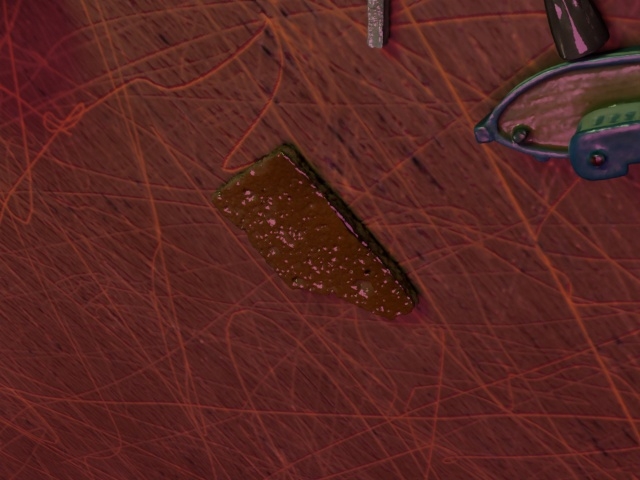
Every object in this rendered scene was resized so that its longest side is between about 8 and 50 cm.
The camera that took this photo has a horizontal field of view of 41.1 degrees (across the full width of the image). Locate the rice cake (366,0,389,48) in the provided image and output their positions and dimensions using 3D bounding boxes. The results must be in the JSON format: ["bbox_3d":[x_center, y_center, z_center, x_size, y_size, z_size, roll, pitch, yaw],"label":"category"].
[{"bbox_3d":[0.053,-0.228,0.750,0.022,0.022,0.121,12,128,17],"label":"rice cake"}]

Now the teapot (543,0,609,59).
[{"bbox_3d":[0.194,-0.203,0.691,0.043,0.043,0.110,-17,114,34],"label":"teapot"}]

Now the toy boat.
[{"bbox_3d":[0.233,-0.104,0.708,0.215,0.102,0.088,-4,120,29],"label":"toy boat"}]

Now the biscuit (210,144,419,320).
[{"bbox_3d":[-0.005,0.008,0.956,0.131,0.026,0.237,-29,110,40],"label":"biscuit"}]
